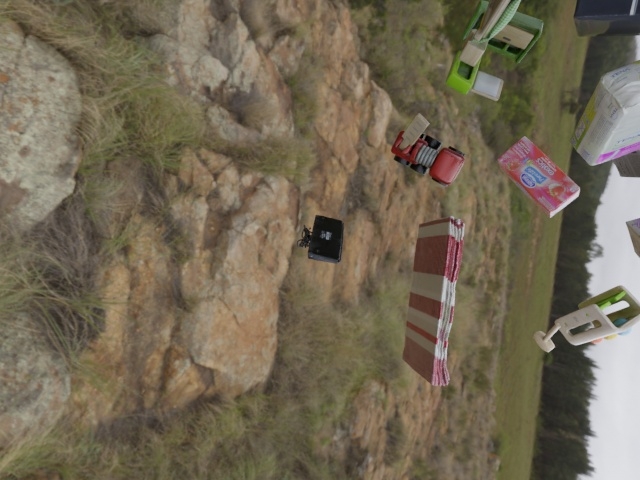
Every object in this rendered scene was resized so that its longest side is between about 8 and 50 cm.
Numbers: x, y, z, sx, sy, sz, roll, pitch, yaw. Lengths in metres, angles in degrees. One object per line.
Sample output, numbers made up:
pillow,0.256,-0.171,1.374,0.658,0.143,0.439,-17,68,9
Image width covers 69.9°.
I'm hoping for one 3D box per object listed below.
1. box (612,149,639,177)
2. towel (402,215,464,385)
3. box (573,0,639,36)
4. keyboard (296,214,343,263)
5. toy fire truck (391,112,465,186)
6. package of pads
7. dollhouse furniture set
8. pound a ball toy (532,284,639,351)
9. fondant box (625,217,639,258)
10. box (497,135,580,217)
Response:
box,0.825,-0.252,1.108,0.203,0.103,0.114,-35,102,-1
towel,0.236,0.120,0.981,0.237,0.037,0.329,162,-65,-85
box,0.644,-0.522,0.758,0.179,0.343,0.312,-20,118,-56
keyboard,0.000,0.000,1.044,0.192,0.100,0.038,-79,-175,-61
toy fire truck,0.319,-0.271,1.365,0.158,0.217,0.246,-63,166,18
package of pads,0.701,-0.290,0.937,0.229,0.297,0.101,58,11,-64
dollhouse furniture set,0.402,-0.450,0.933,0.301,0.151,0.197,112,0,-69
pound a ball toy,0.870,0.289,1.498,0.208,0.135,0.319,-30,161,-10
fondant box,0.875,-0.011,1.055,0.330,0.238,0.096,-24,94,-62
box,0.740,-0.214,1.562,0.122,0.257,0.128,-42,158,16
